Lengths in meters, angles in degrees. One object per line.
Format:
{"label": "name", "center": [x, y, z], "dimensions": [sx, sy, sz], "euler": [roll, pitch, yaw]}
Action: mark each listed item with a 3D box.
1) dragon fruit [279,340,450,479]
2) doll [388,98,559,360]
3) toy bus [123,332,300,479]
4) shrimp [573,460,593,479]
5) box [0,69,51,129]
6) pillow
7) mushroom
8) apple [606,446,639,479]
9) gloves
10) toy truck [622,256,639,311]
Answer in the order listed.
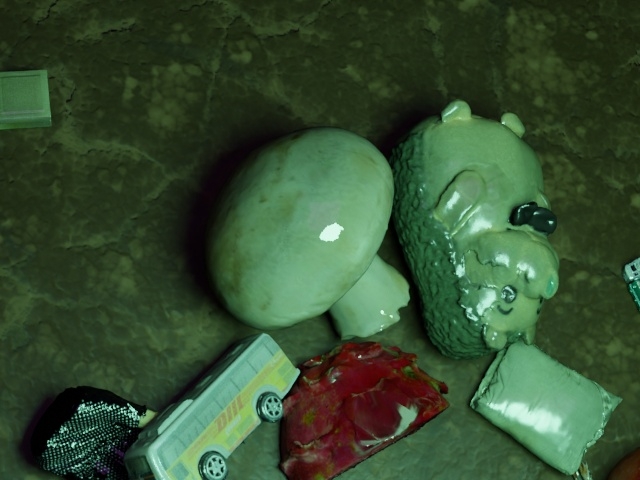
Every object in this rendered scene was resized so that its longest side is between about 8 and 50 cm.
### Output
{"label": "dragon fruit", "center": [0.063, 0.222, 1.656], "dimensions": [0.261, 0.189, 0.163], "euler": [-25, 105, -23]}
{"label": "doll", "center": [0.218, -0.011, 1.721], "dimensions": [0.247, 0.247, 0.350], "euler": [2, 76, -10]}
{"label": "toy bus", "center": [-0.138, 0.231, 1.595], "dimensions": [0.106, 0.092, 0.268], "euler": [54, 51, -10]}
{"label": "shrimp", "center": [0.371, 0.341, 1.712], "dimensions": [0.029, 0.038, 0.092], "euler": [-18, 73, -18]}
{"label": "box", "center": [-0.432, -0.202, 1.783], "dimensions": [0.083, 0.035, 0.079], "euler": [-4, 69, -11]}
{"label": "pillow", "center": [0.307, 0.226, 1.726], "dimensions": [0.181, 0.078, 0.134], "euler": [35, 66, 6]}
{"label": "mushroom", "center": [0.000, 0.000, 1.671], "dimensions": [0.290, 0.297, 0.298], "euler": [34, 63, -26]}
{"label": "apple", "center": [0.478, 0.366, 1.628], "dimensions": [0.218, 0.201, 0.218], "euler": [8, 63, -15]}
{"label": "gloves", "center": [-0.270, 0.268, 1.604], "dimensions": [0.180, 0.106, 0.129], "euler": [36, 65, -27]}
{"label": "toy truck", "center": [0.480, 0.068, 1.844], "dimensions": [0.044, 0.039, 0.083], "euler": [-23, 75, -4]}
